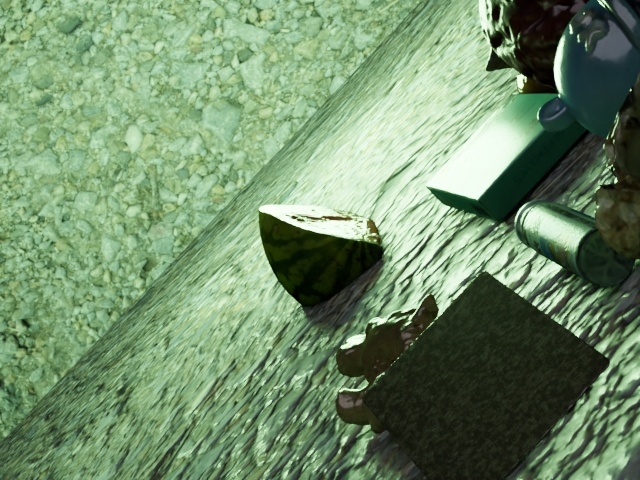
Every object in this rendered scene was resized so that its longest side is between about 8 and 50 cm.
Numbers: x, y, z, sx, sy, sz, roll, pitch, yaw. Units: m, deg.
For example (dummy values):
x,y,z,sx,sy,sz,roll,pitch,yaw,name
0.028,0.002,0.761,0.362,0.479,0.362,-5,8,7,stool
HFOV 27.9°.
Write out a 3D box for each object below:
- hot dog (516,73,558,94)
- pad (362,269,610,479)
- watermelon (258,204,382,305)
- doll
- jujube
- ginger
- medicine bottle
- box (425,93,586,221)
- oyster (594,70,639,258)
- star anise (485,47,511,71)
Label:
x,y,z,sx,sy,sz,roll,pitch,yaw,name
0.285,-0.206,1.553,0.090,0.060,0.140,-54,6,-18,hot dog
0.122,0.112,1.020,0.158,0.003,0.235,-46,22,-1,pad
-0.012,0.025,1.790,0.303,0.159,0.128,-125,41,-80,watermelon
0.324,-0.196,1.138,0.314,0.141,0.177,-38,30,13,doll
0.284,-0.251,1.370,0.197,0.197,0.290,-47,26,-6,jujube
0.061,0.117,1.209,0.149,0.065,0.259,-53,15,-22,ginger
0.212,-0.002,1.093,0.051,0.051,0.191,-46,10,2,medicine bottle
0.213,-0.099,1.465,0.162,0.041,0.229,-46,11,-3,box
0.330,-0.103,0.973,0.294,0.094,0.166,-33,33,15,oyster
0.330,-0.339,1.731,0.315,0.108,0.315,-47,12,13,star anise
